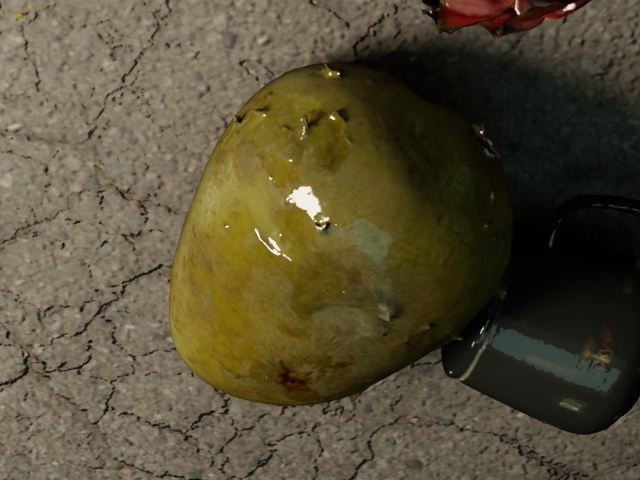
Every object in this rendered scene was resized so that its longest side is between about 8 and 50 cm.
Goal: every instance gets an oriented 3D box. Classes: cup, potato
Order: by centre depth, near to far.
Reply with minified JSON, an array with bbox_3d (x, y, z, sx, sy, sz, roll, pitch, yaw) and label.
[{"bbox_3d":[0.014,0.012,1.694,0.269,0.219,0.359,24,137,-7],"label":"potato"},{"bbox_3d":[0.213,0.053,1.770,0.176,0.169,0.223,18,111,-5],"label":"cup"}]

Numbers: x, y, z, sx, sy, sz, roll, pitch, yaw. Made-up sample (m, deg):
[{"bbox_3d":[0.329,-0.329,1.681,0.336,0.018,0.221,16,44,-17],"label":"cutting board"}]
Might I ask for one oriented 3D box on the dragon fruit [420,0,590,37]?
[{"bbox_3d":[0.142,-0.244,1.444,0.192,0.274,0.193,7,88,3],"label":"dragon fruit"}]
